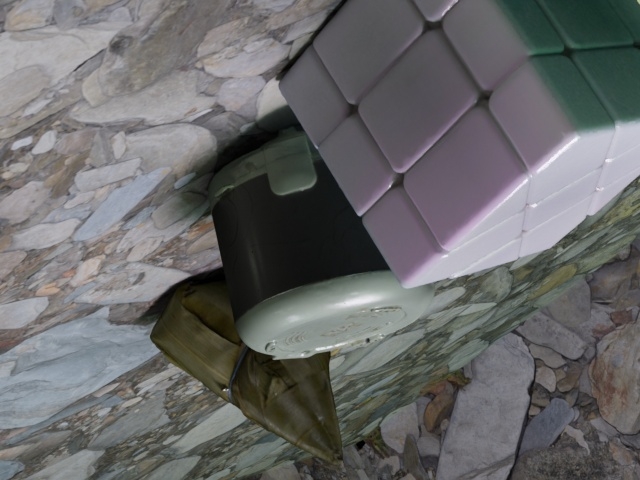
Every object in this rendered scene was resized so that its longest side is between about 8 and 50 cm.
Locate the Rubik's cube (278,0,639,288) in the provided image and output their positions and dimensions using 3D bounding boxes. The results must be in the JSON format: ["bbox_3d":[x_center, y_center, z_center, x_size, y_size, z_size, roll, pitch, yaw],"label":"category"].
[{"bbox_3d":[0.205,-0.172,1.697,0.322,0.316,0.319,-15,156,-47],"label":"Rubik's cube"}]

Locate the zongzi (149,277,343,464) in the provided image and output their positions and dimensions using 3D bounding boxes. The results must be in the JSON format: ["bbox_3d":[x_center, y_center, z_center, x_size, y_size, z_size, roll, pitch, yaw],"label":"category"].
[{"bbox_3d":[-0.017,0.191,2.269,0.356,0.393,0.174,-16,135,-52],"label":"zongzi"}]

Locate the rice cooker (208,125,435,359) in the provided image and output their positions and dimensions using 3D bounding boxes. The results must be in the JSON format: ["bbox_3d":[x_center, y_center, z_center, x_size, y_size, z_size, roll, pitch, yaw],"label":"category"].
[{"bbox_3d":[0.001,-0.003,1.899,0.288,0.276,0.288,-12,162,-4],"label":"rice cooker"}]

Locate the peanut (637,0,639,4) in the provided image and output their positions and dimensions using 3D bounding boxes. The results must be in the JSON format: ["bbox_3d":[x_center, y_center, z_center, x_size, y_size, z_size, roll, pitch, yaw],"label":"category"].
[{"bbox_3d":[0.350,-0.310,1.860,0.319,0.147,0.148,-44,159,31],"label":"peanut"}]
